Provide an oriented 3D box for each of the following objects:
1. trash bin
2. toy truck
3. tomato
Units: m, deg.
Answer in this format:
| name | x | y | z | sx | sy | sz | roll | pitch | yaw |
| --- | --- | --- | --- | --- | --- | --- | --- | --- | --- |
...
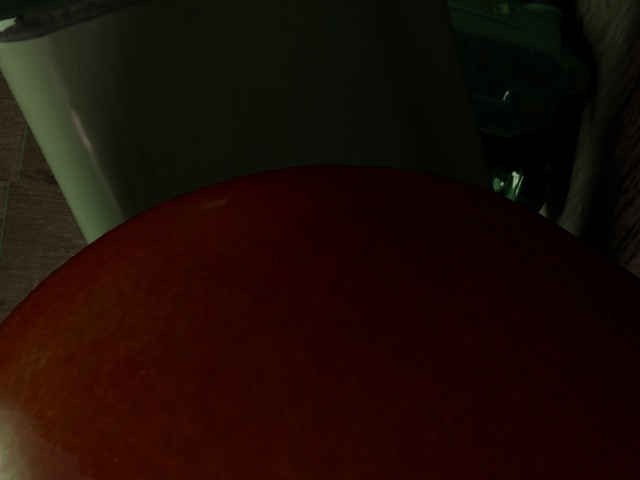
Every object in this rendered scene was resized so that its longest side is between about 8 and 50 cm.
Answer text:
| name | x | y | z | sx | sy | sz | roll | pitch | yaw |
| --- | --- | --- | --- | --- | --- | --- | --- | --- | --- |
| trash bin | 0.000 | 0.000 | 0.682 | 0.223 | 0.158 | 0.343 | -93 | -13 | -62 |
| toy truck | 0.057 | -0.120 | 0.897 | 0.279 | 0.155 | 0.156 | -97 | 22 | -72 |
| tomato | 0.025 | 0.107 | 0.461 | 0.226 | 0.298 | 0.298 | -44 | -1 | -8 |
